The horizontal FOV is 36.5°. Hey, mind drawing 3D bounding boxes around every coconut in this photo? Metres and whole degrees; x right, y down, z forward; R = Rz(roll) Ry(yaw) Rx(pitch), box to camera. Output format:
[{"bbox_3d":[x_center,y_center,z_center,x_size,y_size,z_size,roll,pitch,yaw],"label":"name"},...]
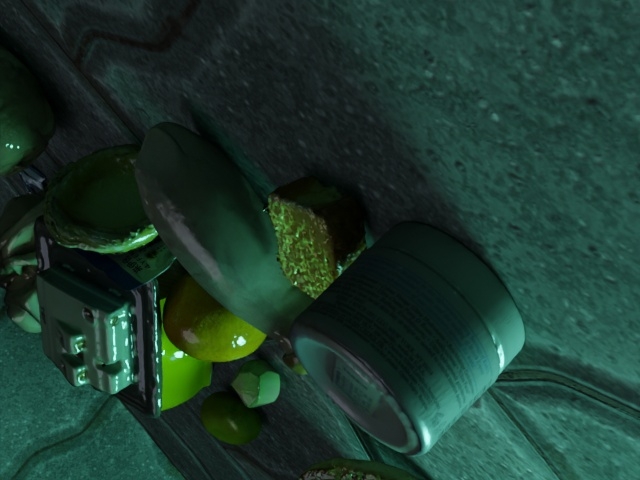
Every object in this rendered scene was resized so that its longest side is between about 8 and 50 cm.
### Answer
[{"bbox_3d":[-0.107,0.239,1.633,0.082,0.081,0.083,50,126,23],"label":"coconut"}]

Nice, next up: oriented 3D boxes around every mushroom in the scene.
[{"bbox_3d":[-0.096,0.012,1.155,0.350,0.128,0.128,48,159,-6],"label":"mushroom"}]

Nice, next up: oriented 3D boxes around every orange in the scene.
[{"bbox_3d":[-0.144,0.098,1.372,0.159,0.159,0.136,9,103,58],"label":"orange"}]

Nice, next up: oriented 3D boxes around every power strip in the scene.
[{"bbox_3d":[-0.341,0.121,1.412,0.251,0.092,0.257,27,127,37],"label":"power strip"}]

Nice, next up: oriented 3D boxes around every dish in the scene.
[{"bbox_3d":[-0.229,0.170,1.657,0.108,0.221,0.262,7,145,-5],"label":"dish"}]

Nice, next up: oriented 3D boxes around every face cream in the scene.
[{"bbox_3d":[0.080,0.095,0.927,0.177,0.153,0.177,41,158,20],"label":"face cream"}]

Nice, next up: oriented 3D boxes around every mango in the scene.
[{"bbox_3d":[-0.179,0.365,1.964,0.163,0.089,0.117,13,141,54],"label":"mango"}]

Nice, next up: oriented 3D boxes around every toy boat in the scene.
[{"bbox_3d":[-0.580,-0.042,2.067,0.210,0.070,0.291,12,136,49],"label":"toy boat"}]

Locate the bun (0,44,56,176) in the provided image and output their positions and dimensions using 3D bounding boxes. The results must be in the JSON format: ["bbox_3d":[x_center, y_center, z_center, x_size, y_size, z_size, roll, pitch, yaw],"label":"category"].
[{"bbox_3d":[-0.512,-0.218,1.518,0.244,0.153,0.244,49,179,1],"label":"bun"}]

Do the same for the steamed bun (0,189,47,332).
[{"bbox_3d":[-0.466,0.064,1.779,0.352,0.247,0.339,55,157,-6],"label":"steamed bun"}]

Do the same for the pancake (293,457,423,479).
[{"bbox_3d":[0.092,0.491,1.479,0.356,0.065,0.356,11,111,29],"label":"pancake"}]

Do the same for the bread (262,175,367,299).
[{"bbox_3d":[0.000,0.000,1.038,0.103,0.065,0.187,36,157,31],"label":"bread"}]

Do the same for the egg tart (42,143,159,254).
[{"bbox_3d":[-0.277,-0.044,1.314,0.197,0.197,0.078,32,152,35],"label":"egg tart"}]

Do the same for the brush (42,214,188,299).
[{"bbox_3d":[-0.302,0.003,1.493,0.266,0.174,0.166,4,123,50],"label":"brush"}]

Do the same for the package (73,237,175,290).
[{"bbox_3d":[-0.245,-0.004,1.348,0.171,0.173,0.027,33,137,34],"label":"package"}]
